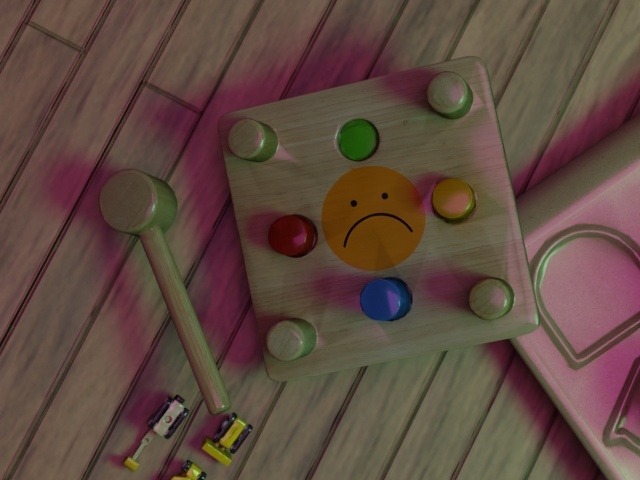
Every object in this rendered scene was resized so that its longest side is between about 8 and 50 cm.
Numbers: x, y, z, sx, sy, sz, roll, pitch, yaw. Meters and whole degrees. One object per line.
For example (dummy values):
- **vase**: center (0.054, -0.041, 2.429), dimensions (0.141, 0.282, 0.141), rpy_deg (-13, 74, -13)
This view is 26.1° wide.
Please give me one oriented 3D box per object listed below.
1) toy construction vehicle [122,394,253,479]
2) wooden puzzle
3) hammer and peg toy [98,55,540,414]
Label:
- **toy construction vehicle**: center (-0.125, 0.189, 1.287), dimensions (0.086, 0.035, 0.098), rpy_deg (36, 85, -13)
- **wooden puzzle**: center (0.348, 0.059, 1.302), dimensions (0.322, 0.080, 0.348), rpy_deg (-35, 80, 1)
- **hammer and peg toy**: center (0.000, 0.000, 1.257), dimensions (0.361, 0.127, 0.266), rpy_deg (-13, 86, 11)
